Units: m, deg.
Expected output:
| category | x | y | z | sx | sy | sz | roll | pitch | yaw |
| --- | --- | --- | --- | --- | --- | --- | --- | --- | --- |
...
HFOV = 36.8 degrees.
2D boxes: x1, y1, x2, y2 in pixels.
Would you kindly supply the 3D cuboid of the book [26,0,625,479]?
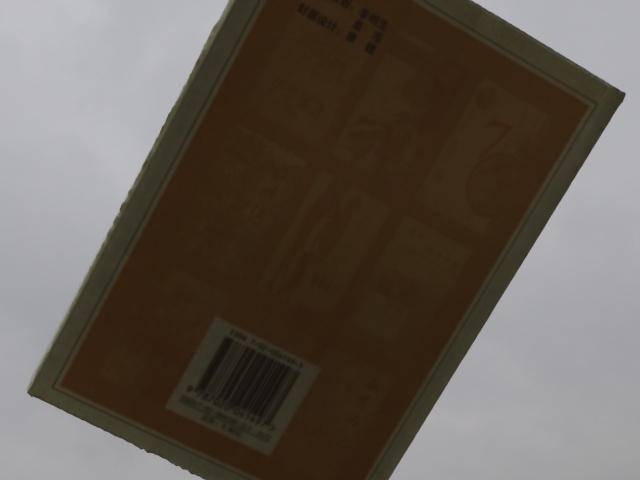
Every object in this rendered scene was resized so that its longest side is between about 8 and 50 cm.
| category | x | y | z | sx | sy | sz | roll | pitch | yaw |
| --- | --- | --- | --- | --- | --- | --- | --- | --- | --- |
| book | 0.000 | 0.000 | 0.422 | 0.170 | 0.241 | 0.018 | 28 | 9 | -11 |
